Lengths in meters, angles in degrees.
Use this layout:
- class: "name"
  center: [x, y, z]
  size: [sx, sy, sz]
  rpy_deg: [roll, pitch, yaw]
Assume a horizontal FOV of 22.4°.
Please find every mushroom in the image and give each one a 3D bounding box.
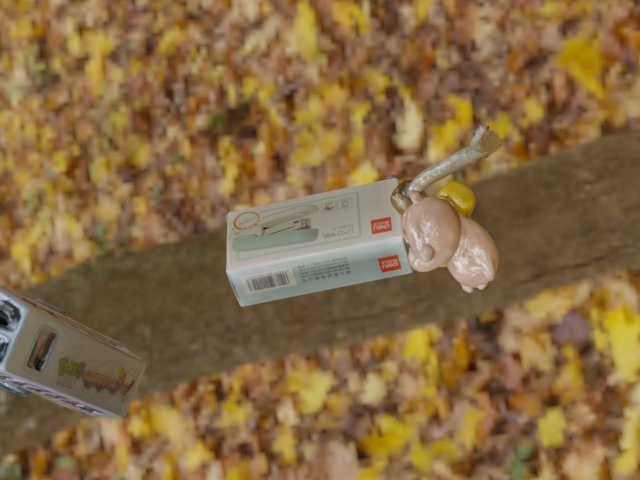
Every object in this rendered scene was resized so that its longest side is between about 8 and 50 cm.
- class: "mushroom"
  center: [0.134, -0.078, 1.573]
  size: [0.043, 0.068, 0.306]
  rpy_deg: [39, 161, -4]

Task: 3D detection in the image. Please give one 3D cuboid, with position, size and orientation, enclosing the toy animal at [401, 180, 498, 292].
- class: "toy animal"
  center: [0.116, 0.005, 1.587]
  size: [0.091, 0.082, 0.114]
  rpy_deg: [-41, 68, 44]

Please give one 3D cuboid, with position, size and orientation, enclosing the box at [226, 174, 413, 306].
- class: "box"
  center: [0.000, 0.000, 2.323]
  size: [0.135, 0.269, 0.079]
  rpy_deg: [-92, -12, -47]

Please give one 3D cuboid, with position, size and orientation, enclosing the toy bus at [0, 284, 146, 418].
- class: "toy bus"
  center: [-0.316, 0.117, 1.761]
  size: [0.109, 0.136, 0.330]
  rpy_deg: [-66, -23, -7]
